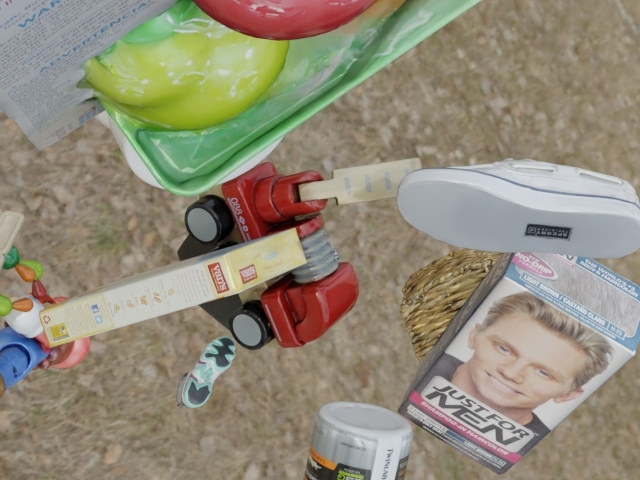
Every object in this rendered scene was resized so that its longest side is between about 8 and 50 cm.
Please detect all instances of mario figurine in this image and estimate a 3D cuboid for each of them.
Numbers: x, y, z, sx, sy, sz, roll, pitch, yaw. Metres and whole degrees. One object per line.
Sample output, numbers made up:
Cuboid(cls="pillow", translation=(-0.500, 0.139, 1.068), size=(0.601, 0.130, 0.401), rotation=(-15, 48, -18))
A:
Cuboid(cls="mario figurine", translation=(-0.485, 0.153, 1.545), size=(0.320, 0.198, 0.170), rotation=(-50, 134, -70))

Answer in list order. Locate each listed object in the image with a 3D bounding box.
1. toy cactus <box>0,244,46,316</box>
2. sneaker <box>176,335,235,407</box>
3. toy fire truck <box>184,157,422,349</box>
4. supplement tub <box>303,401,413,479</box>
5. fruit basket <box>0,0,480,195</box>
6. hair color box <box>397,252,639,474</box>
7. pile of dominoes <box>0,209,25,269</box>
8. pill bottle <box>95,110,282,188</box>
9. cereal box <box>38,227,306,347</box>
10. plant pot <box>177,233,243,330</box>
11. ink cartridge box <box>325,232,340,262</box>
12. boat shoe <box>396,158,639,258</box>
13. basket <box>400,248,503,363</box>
Cuboid(cls="toy cactus", translation=(-0.481, 0.028, 1.393), size=(0.219, 0.112, 0.180), rotation=(-8, 110, -37))
Cuboid(cls="sneaker", translation=(-0.144, 0.158, 1.207), size=(0.038, 0.069, 0.098), rotation=(42, 61, -13))
Cuboid(cls="toy fire truck", translation=(0.000, 0.000, 1.194), size=(0.158, 0.246, 0.217), rotation=(-35, 108, -49))
Cuboid(cls="supplement tub", translation=(0.060, 0.489, 1.950), size=(0.194, 0.194, 0.315), rotation=(-1, 104, -50))
Cuboid(cls="fruit basket", translation=(-0.021, -0.158, 0.480), size=(0.327, 0.353, 0.165), rotation=(-36, 89, -8))
Cuboid(cls="hair color box", translation=(0.244, 0.149, 1.270), size=(0.174, 0.347, 0.105), rotation=(30, 50, 4))
Cuboid(cls="pile of dominoes", translation=(-0.487, 0.062, 1.207), size=(0.040, 0.196, 0.251), rotation=(82, 24, -59))
Cuboid(cls="pill bottle", translation=(-0.138, -0.185, 0.820), size=(0.161, 0.161, 0.283), rotation=(12, 40, -47))
Cuboid(cls="cereal box", translation=(-0.155, 0.049, 1.078), size=(0.173, 0.240, 0.047), rotation=(-23, 97, -65))
Cuboid(cls="plant pot", translation=(-0.124, 0.043, 1.654), size=(0.188, 0.167, 0.187), rotation=(49, 10, -48))
Cuboid(cls="ink cartridge box", translation=(-0.021, -0.012, 1.298), size=(0.029, 0.063, 0.115), rotation=(-26, 84, -23))
Cuboid(cls="boat shoe", translation=(0.207, -0.042, 1.051), size=(0.258, 0.095, 0.084), rotation=(12, 45, -4))
Cuboid(cls="basket", translation=(0.308, 0.097, 1.860), size=(0.213, 0.299, 0.223), rotation=(66, 20, -15))
